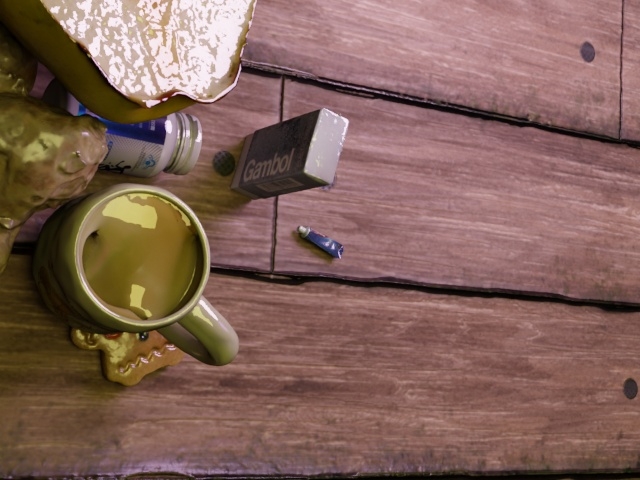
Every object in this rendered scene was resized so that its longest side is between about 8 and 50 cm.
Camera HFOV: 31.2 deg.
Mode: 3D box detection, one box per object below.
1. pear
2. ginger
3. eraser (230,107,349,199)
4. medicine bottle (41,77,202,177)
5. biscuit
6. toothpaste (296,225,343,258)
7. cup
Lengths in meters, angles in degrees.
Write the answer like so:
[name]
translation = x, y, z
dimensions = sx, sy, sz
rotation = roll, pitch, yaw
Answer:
[pear]
translation = -0.247, -0.318, 1.280
dimensions = 0.340, 0.191, 0.387
rotation = -7, 89, -47
[ginger]
translation = -0.396, -0.061, 1.288
dimensions = 0.256, 0.176, 0.375
rotation = 28, 91, 13
[eraser]
translation = -0.045, -0.109, 1.511
dimensions = 0.046, 0.212, 0.092
rotation = 24, 74, -27
[medicine bottle]
translation = -0.252, -0.138, 1.444
dimensions = 0.191, 0.107, 0.107
rotation = 11, 81, -31
[biscuit]
translation = -0.254, 0.071, 1.472
dimensions = 0.166, 0.036, 0.226
rotation = -23, 99, -30
[toothpaste]
translation = 0.000, 0.000, 1.647
dimensions = 0.083, 0.019, 0.027
rotation = 30, 48, -28
[cup]
translation = -0.204, 0.037, 1.366
dimensions = 0.255, 0.202, 0.173
rotation = 20, 78, -24
